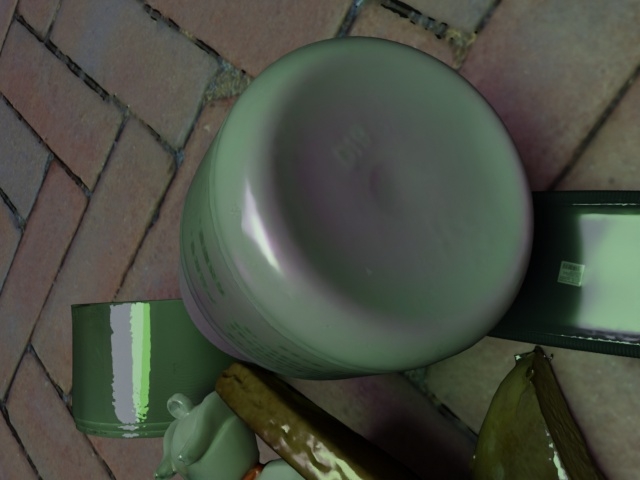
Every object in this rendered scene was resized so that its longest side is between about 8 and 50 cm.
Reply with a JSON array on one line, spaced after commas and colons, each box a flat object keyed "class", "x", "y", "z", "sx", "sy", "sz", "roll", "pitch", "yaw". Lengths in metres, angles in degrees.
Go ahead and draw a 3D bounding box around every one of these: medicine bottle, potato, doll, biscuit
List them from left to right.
[{"class": "doll", "x": -0.021, "y": 0.299, "z": 0.614, "sx": 0.384, "sy": 0.099, "sz": 0.188, "roll": 46, "pitch": 122, "yaw": -5}, {"class": "medicine bottle", "x": 0.000, "y": 0.000, "z": 0.554, "sx": 0.325, "sy": 0.256, "sz": 0.255, "roll": 144, "pitch": 117, "yaw": -64}, {"class": "biscuit", "x": 0.040, "y": 0.213, "z": 0.566, "sx": 0.262, "sy": 0.277, "sz": 0.052, "roll": 33, "pitch": 79, "yaw": 32}, {"class": "potato", "x": 0.193, "y": 0.235, "z": 0.549, "sx": 0.138, "sy": 0.098, "sz": 0.243, "roll": -37, "pitch": 66, "yaw": 31}]

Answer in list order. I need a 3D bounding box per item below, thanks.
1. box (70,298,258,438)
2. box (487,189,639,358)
[{"class": "box", "x": -0.193, "y": 0.148, "z": 0.758, "sx": 0.226, "sy": 0.226, "sz": 0.149, "roll": -5, "pitch": 84, "yaw": 37}, {"class": "box", "x": 0.234, "y": 0.026, "z": 0.532, "sx": 0.201, "sy": 0.090, "sz": 0.144, "roll": 5, "pitch": 90, "yaw": 37}]
